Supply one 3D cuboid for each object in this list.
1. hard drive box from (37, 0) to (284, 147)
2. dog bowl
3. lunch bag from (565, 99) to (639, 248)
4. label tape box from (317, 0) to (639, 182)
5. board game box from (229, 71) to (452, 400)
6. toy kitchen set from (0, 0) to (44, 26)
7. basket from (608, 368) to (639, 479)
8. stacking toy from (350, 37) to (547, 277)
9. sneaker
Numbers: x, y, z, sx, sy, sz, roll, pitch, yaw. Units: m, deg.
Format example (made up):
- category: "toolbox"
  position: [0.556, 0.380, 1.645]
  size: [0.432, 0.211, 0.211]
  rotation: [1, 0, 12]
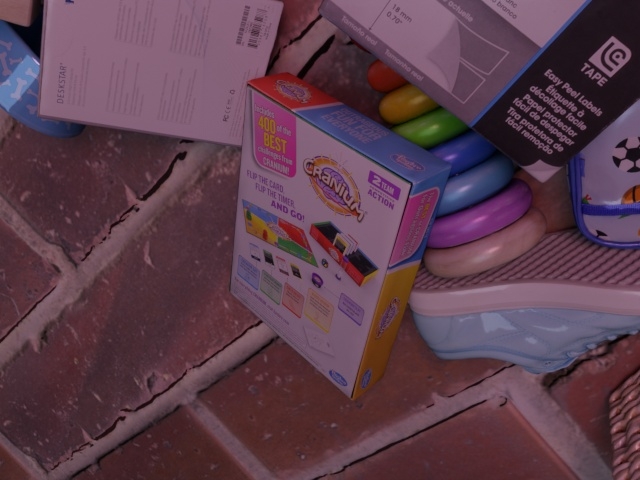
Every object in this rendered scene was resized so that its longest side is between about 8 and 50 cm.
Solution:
- category: "hard drive box"
  position: [-0.179, -0.215, 0.681]
  size: [0.232, 0.089, 0.181]
  rotation: [6, 124, -24]
- category: "dog bowl"
  position: [-0.386, -0.266, 0.767]
  size: [0.074, 0.166, 0.297]
  rotation: [-36, 99, 19]
- category: "lunch bag"
  position: [0.390, -0.105, 0.578]
  size: [0.303, 0.115, 0.243]
  rotation: [-3, 116, 23]
- category: "label tape box"
  position: [0.188, -0.240, 0.438]
  size: [0.240, 0.106, 0.334]
  rotation: [35, 128, -8]
- category: "board game box"
  position: [0.000, 0.000, 0.726]
  size: [0.242, 0.064, 0.317]
  rotation: [37, 134, 29]
- category: "toy kitchen set"
  position: [-0.337, -0.350, 0.644]
  size: [0.122, 0.207, 0.166]
  rotation: [12, 122, -19]
- category: "basket"
  position: [0.518, 0.239, 0.608]
  size: [0.328, 0.266, 0.331]
  rotation: [35, 121, 2]
- category: "stacking toy"
  position: [0.122, -0.133, 0.667]
  size: [0.141, 0.141, 0.330]
  rotation: [-19, 100, 27]
- category: "sneaker"
  position: [0.283, 0.078, 0.709]
  size: [0.365, 0.135, 0.150]
  rotation: [-4, 121, 32]
